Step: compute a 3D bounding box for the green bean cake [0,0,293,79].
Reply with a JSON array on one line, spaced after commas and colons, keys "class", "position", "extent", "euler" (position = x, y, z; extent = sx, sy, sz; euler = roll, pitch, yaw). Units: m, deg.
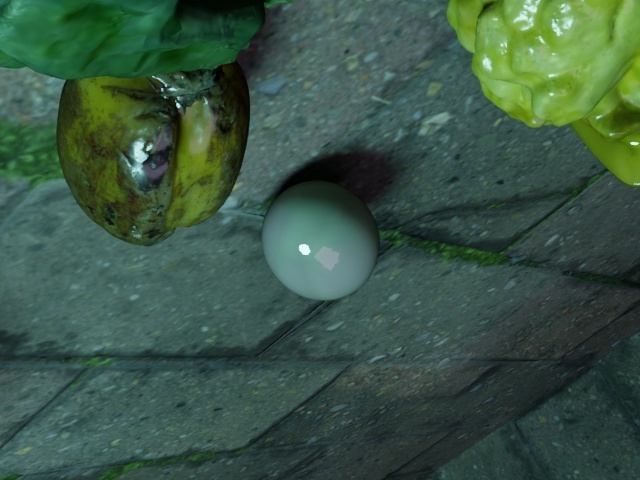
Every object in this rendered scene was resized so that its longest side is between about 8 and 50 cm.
[{"class": "green bean cake", "position": [0.002, -0.197, 0.381], "extent": [0.308, 0.169, 0.300], "euler": [-15, 166, -42]}]

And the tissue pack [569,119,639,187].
[{"class": "tissue pack", "position": [0.253, -0.133, 0.821], "extent": [0.123, 0.178, 0.127], "euler": [-31, 154, 8]}]

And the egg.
[{"class": "egg", "position": [0.000, 0.000, 0.898], "extent": [0.103, 0.103, 0.135], "euler": [-31, 154, 3]}]

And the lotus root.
[{"class": "lotus root", "position": [-0.107, -0.065, 0.644], "extent": [0.120, 0.120, 0.209], "euler": [-17, 154, -25]}]

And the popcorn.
[{"class": "popcorn", "position": [0.210, -0.202, 0.655], "extent": [0.286, 0.173, 0.225], "euler": [-35, 148, 12]}]
